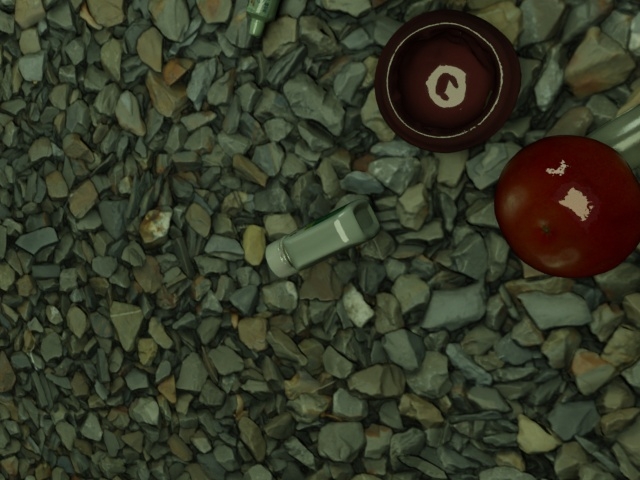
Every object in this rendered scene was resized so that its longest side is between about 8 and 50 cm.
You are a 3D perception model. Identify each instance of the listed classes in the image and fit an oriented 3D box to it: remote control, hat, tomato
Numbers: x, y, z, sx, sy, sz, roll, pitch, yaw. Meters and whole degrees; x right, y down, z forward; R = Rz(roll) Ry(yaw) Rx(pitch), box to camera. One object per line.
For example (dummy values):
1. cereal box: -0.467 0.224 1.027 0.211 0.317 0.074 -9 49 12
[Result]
1. remote control: 0.444 -0.152 0.717 0.229 0.044 0.073 -32 85 26
2. hat: 0.179 -0.226 0.792 0.206 0.089 0.205 6 107 19
3. tomato: 0.322 -0.040 0.727 0.195 0.136 0.195 27 135 30

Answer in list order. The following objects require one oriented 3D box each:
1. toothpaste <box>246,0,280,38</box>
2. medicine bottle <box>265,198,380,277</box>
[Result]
1. toothpaste: -0.068 -0.458 0.872 0.069 0.047 0.268 31 110 35
2. medicine bottle: 0.000 0.000 0.899 0.183 0.119 0.069 -27 93 28
